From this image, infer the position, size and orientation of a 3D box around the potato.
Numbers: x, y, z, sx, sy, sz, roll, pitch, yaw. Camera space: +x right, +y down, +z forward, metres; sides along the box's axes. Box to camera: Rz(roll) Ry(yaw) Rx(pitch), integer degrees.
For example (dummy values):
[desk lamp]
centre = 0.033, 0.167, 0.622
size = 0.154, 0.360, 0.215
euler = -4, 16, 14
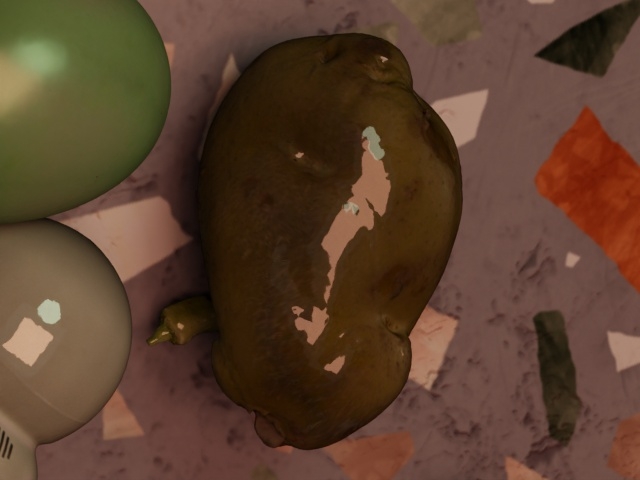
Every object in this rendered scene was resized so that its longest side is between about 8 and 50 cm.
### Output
[potato]
centre = 0.004, 0.001, 1.553
size = 0.218, 0.202, 0.351
euler = 20, 80, -40

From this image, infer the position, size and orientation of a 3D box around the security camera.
[security camera]
centre = -0.254, 0.091, 1.477
size = 0.194, 0.194, 0.236
euler = 42, 79, -23

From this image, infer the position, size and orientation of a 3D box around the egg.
[egg]
centre = -0.246, -0.123, 1.424
size = 0.269, 0.220, 0.220
euler = -4, 100, -27

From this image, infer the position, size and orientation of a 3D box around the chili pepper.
[chili pepper]
centre = -0.054, 0.073, 1.635
size = 0.208, 0.049, 0.043
euler = 6, 131, -26
